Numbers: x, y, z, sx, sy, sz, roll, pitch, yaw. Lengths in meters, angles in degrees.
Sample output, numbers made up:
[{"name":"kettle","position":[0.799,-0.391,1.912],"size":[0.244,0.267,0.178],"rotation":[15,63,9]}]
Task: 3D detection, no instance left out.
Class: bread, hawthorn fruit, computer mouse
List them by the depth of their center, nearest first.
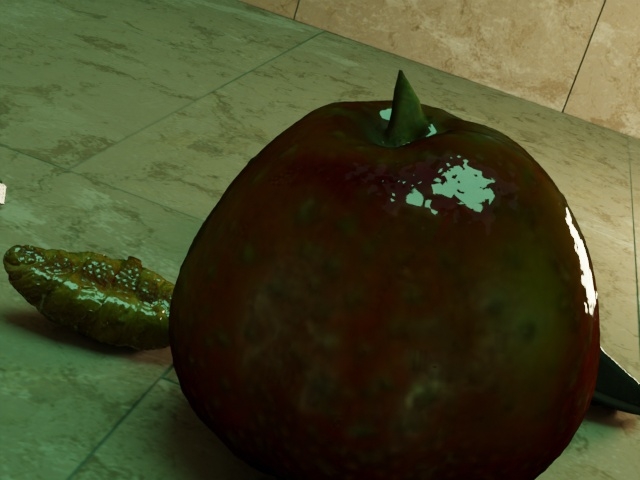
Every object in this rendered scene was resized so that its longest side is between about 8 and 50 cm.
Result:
[{"name":"hawthorn fruit","position":[0.058,0.038,1.030],"size":[0.403,0.403,0.403],"rotation":[15,21,-6]},{"name":"bread","position":[-0.226,0.065,1.186],"size":[0.233,0.076,0.105],"rotation":[20,32,-13]},{"name":"computer mouse","position":[0.306,0.151,1.364],"size":[0.231,0.071,0.126],"rotation":[40,0,-17]}]

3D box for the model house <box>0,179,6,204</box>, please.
[{"name":"model house","position":[-0.440,-0.066,1.387],"size":[0.058,0.057,0.083],"rotation":[58,18,22]}]
